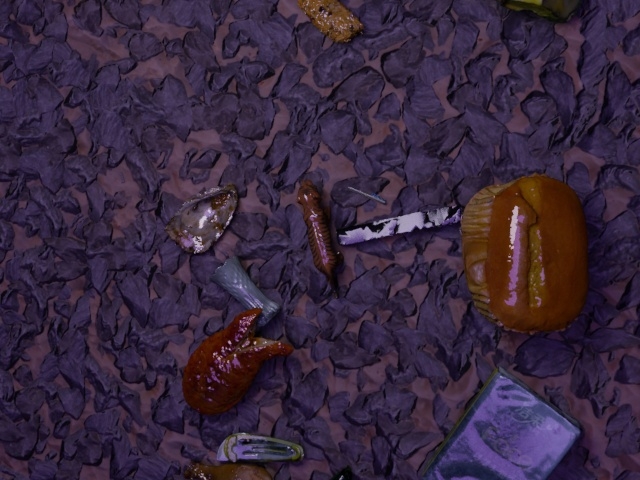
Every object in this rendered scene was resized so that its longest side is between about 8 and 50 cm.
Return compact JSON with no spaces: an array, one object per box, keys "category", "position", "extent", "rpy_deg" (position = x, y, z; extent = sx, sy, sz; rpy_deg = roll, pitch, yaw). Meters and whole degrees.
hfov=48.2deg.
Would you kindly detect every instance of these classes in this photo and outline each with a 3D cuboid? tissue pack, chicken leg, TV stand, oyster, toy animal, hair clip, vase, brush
[{"category":"tissue pack","position":[0.338,0.394,1.346],"extent":[0.185,0.081,0.257],"rpy_deg":[35,99,10]},{"category":"chicken leg","position":[-0.188,0.505,1.469],"extent":[0.208,0.085,0.101],"rpy_deg":[6,106,21]},{"category":"TV stand","position":[0.155,-0.030,1.405],"extent":[0.249,0.042,0.036],"rpy_deg":[-11,90,13]},{"category":"oyster","position":[-0.241,-0.053,1.486],"extent":[0.105,0.056,0.177],"rpy_deg":[35,98,-2]},{"category":"toy animal","position":[0.000,0.000,1.409],"extent":[0.057,0.099,0.241],"rpy_deg":[-14,86,13]},{"category":"hair clip","position":[-0.123,0.430,1.473],"extent":[0.189,0.033,0.060],"rpy_deg":[0,88,15]},{"category":"vase","position":[-0.149,0.107,1.458],"extent":[0.081,0.081,0.148],"rpy_deg":[-45,86,9]},{"category":"brush","position":[0.094,-0.092,1.431],"extent":[0.084,0.016,0.013],"rpy_deg":[22,82,11]}]

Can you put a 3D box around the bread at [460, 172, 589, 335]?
[{"category":"bread","position":[0.369,0.025,1.285],"extent":[0.204,0.156,0.288],"rpy_deg":[2,87,-5]}]

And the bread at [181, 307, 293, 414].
[{"category":"bread","position":[-0.184,0.250,1.435],"extent":[0.139,0.095,0.269],"rpy_deg":[45,116,-1]}]

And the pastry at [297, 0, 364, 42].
[{"category":"pastry","position":[0.019,-0.451,1.427],"extent":[0.080,0.056,0.140],"rpy_deg":[-36,76,3]}]

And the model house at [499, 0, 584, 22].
[{"category":"model house","position":[0.381,-0.523,1.324],"extent":[0.211,0.170,0.193],"rpy_deg":[26,104,39]}]

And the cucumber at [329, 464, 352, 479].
[{"category":"cucumber","position":[-0.035,0.562,1.445],"extent":[0.056,0.056,0.284],"rpy_deg":[44,98,9]}]
